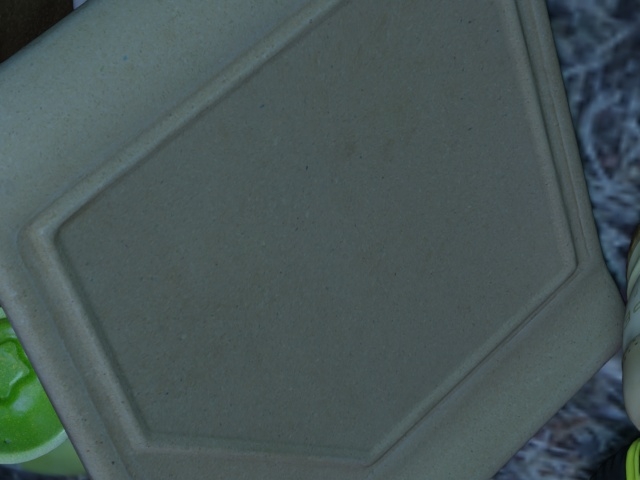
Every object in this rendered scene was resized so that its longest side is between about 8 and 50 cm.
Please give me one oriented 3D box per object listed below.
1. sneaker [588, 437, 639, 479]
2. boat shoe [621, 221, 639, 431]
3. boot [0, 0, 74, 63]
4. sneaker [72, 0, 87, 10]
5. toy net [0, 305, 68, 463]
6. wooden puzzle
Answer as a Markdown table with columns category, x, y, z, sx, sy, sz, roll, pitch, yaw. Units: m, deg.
| category | x | y | z | sx | sy | sz | roll | pitch | yaw |
| --- | --- | --- | --- | --- | --- | --- | --- | --- | --- |
| sneaker | 0.194 | 0.210 | 0.801 | 0.147 | 0.145 | 0.384 | -11 | 133 | -4 |
| boat shoe | 0.255 | 0.043 | 0.637 | 0.302 | 0.098 | 0.109 | 4 | 132 | 10 |
| boot | -0.137 | -0.146 | 0.580 | 0.112 | 0.115 | 0.305 | 23 | 122 | 33 |
| sneaker | -0.056 | -0.003 | 0.679 | 0.126 | 0.091 | 0.240 | -11 | 127 | 25 |
| toy net | -0.183 | 0.125 | 0.768 | 0.122 | 0.045 | 0.232 | 17 | 94 | -29 |
| wooden puzzle | 0.000 | 0.000 | 0.607 | 0.044 | 0.221 | 0.238 | 21 | 143 | 45 |
